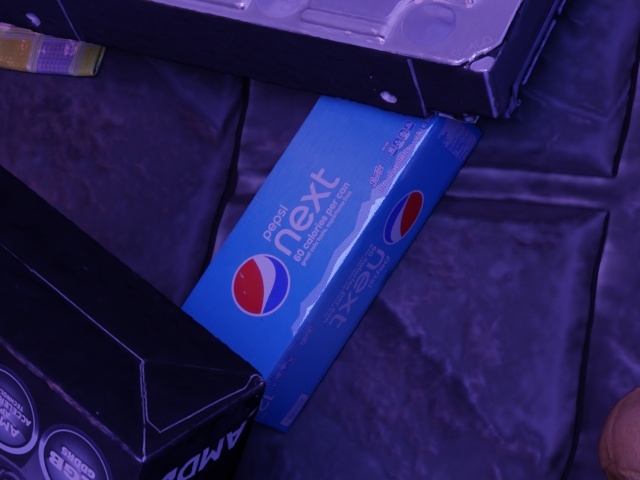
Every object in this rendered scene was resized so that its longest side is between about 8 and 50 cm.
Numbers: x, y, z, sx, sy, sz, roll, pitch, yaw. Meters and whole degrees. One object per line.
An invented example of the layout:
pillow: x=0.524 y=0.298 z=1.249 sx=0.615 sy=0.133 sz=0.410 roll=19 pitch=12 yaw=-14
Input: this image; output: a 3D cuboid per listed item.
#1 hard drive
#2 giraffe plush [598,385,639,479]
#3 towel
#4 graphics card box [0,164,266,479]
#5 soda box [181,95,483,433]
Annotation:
hard drive: x=-0.009 y=-0.200 z=1.042 sx=0.338 sy=0.064 sz=0.237 roll=16 pitch=62 yaw=24
giraffe plush: x=0.174 y=0.145 z=0.858 sx=0.181 sy=0.210 sz=0.171 roll=16 pitch=76 yaw=50
towel: x=-0.173 y=-0.136 z=1.162 sx=0.083 sy=0.009 sz=0.060 roll=10 pitch=80 yaw=24
graphics card box: x=-0.178 y=0.149 z=0.924 sx=0.233 sy=0.094 sz=0.371 roll=38 pitch=130 yaw=21
soda box: x=0.000 y=0.000 z=1.024 sx=0.071 sy=0.067 sz=0.210 roll=34 pitch=90 yaw=26
